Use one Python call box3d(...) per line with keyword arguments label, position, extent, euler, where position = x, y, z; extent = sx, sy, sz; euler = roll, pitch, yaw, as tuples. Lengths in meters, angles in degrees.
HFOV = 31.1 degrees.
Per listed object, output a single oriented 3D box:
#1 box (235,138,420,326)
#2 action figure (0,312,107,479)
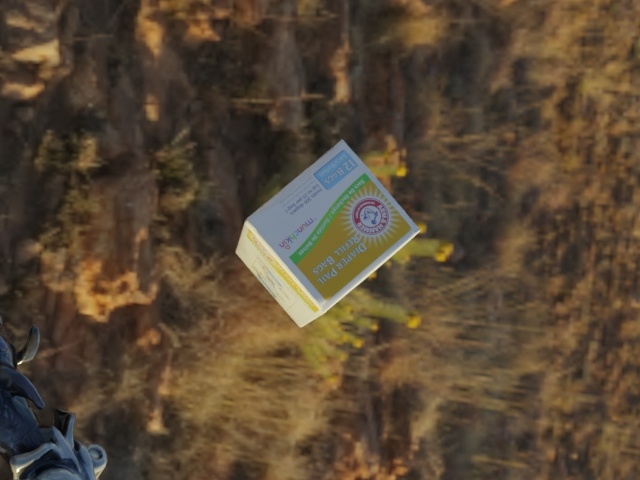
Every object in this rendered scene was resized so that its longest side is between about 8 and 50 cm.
box3d(label="box", position=(0.000, 0.000, 1.042), extent=(0.114, 0.103, 0.203), euler=(-40, 178, -9))
box3d(label="action figure", position=(-0.163, 0.118, 0.532), extent=(0.275, 0.141, 0.164), euler=(47, 13, -3))
